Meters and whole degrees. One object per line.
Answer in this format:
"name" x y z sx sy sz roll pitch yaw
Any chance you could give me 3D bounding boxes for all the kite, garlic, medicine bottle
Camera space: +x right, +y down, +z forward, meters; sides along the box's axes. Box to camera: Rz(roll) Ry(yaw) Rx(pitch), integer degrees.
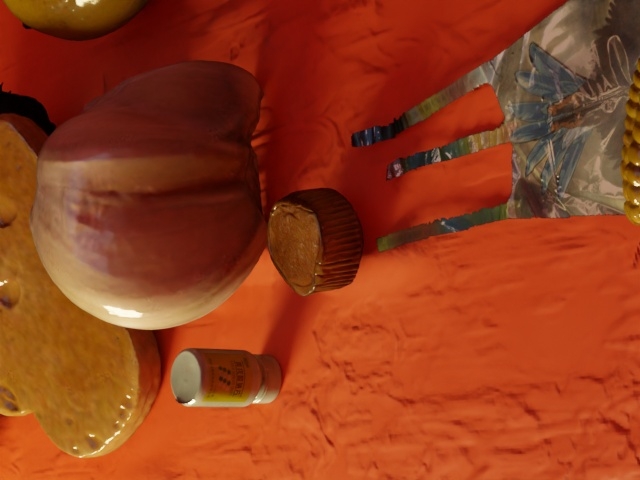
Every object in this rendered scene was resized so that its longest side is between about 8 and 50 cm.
"kite" 0.132 -0.063 1.029 0.310 0.015 0.169 -28 66 45
"garlic" -0.155 -0.034 1.249 0.228 0.110 0.217 -11 80 20
"medicine bottle" -0.076 0.111 1.209 0.047 0.083 0.047 -8 79 51

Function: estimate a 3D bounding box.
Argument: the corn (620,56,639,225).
"corn" 0.240 -0.147 0.841 0.106 0.106 0.305 27 111 49

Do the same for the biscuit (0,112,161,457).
"biscuit" -0.287 0.036 1.418 0.376 0.051 0.269 51 122 13

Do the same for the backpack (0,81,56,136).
"backpack" -0.328 -0.065 1.523 0.165 0.106 0.120 -45 46 36

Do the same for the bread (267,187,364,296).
"bread" 0.000 0.000 1.155 0.085 0.053 0.085 17 111 52

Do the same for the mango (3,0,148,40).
"mango" -0.188 -0.315 1.353 0.331 0.142 0.195 -46 59 38
